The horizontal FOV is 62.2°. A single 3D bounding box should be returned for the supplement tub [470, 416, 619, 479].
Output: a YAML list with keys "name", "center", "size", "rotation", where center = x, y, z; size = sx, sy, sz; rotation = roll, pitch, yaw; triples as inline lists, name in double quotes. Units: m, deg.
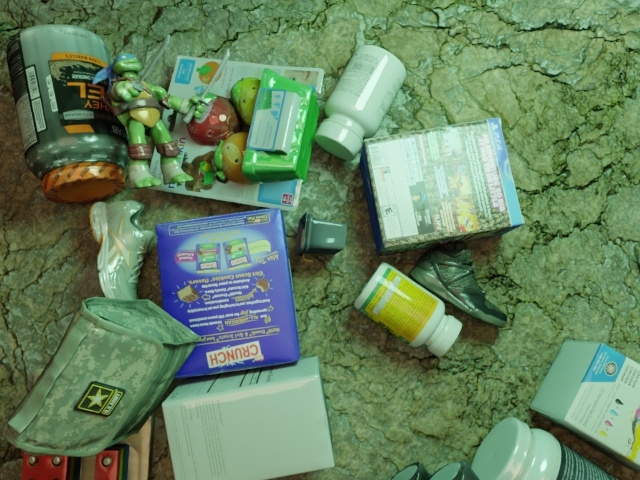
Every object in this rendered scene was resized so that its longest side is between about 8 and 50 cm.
- name: "supplement tub"
  center: [0.447, 0.489, 1.019]
  size: [0.272, 0.191, 0.191]
  rotation: [34, 83, 5]

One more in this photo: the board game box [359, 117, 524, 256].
- name: "board game box"
  center: [0.248, -0.109, 1.140]
  size: [0.291, 0.141, 0.232]
  rotation: [-9, 81, -1]

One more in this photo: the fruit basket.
- name: "fruit basket"
  center: [-0.191, -0.247, 1.157]
  size: [0.353, 0.165, 0.327]
  rotation: [11, 81, 5]

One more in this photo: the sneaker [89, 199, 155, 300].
- name: "sneaker"
  center: [-0.415, 0.031, 1.149]
  size: [0.121, 0.099, 0.262]
  rotation: [-13, 82, -6]

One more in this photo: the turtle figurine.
- name: "turtle figurine"
  center: [-0.304, -0.243, 1.031]
  size: [0.275, 0.198, 0.266]
  rotation: [-8, 99, 0]

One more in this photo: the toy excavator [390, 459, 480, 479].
- name: "toy excavator"
  center: [0.103, 0.640, 0.965]
  size: [0.445, 0.433, 0.222]
  rotation: [-31, 81, -33]

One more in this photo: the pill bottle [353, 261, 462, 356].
- name: "pill bottle"
  center: [0.184, 0.148, 1.113]
  size: [0.208, 0.117, 0.117]
  rotation: [34, 83, 5]

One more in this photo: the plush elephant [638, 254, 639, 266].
- name: "plush elephant"
  center: [0.823, 0.146, 1.038]
  size: [0.272, 0.255, 0.330]
  rotation: [4, 81, 1]

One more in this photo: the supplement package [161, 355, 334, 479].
- name: "supplement package"
  center: [-0.132, 0.353, 1.044]
  size: [0.293, 0.175, 0.177]
  rotation: [-9, 90, -1]

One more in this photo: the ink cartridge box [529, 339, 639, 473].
- name: "ink cartridge box"
  center: [0.586, 0.332, 1.054]
  size: [0.233, 0.168, 0.171]
  rotation: [31, 82, 4]

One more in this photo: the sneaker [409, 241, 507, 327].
- name: "sneaker"
  center: [0.317, 0.087, 1.133]
  size: [0.227, 0.087, 0.130]
  rotation: [35, 94, 11]

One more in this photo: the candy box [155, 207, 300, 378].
- name: "candy box"
  center: [-0.191, 0.111, 1.119]
  size: [0.268, 0.122, 0.317]
  rotation: [-7, 80, -1]

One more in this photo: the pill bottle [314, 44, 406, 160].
- name: "pill bottle"
  center: [0.084, -0.301, 1.177]
  size: [0.131, 0.131, 0.229]
  rotation: [28, 82, 5]

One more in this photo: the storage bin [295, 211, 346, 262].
- name: "storage bin"
  center: [0.000, 0.000, 1.135]
  size: [0.091, 0.135, 0.098]
  rotation: [7, 81, -8]

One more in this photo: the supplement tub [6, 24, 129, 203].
- name: "supplement tub"
  center: [-0.533, -0.263, 1.138]
  size: [0.207, 0.207, 0.338]
  rotation: [-15, 82, -2]

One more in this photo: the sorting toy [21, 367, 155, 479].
- name: "sorting toy"
  center: [-0.484, 0.398, 1.092]
  size: [0.257, 0.089, 0.255]
  rotation: [1, 81, 1]

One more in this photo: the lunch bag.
- name: "lunch bag"
  center: [-0.368, 0.229, 0.912]
  size: [0.169, 0.287, 0.235]
  rotation: [32, 89, 12]
